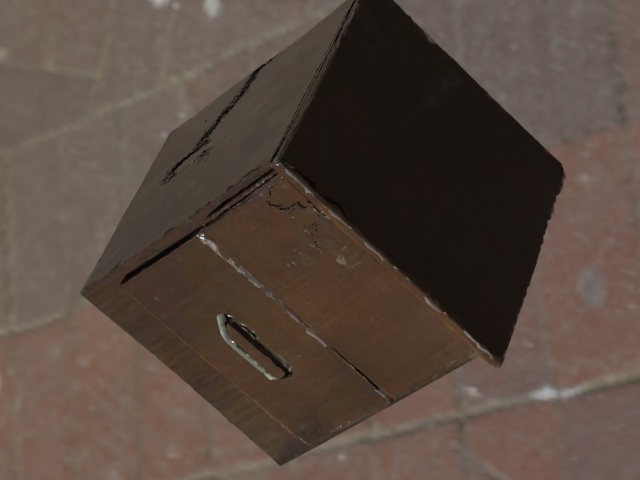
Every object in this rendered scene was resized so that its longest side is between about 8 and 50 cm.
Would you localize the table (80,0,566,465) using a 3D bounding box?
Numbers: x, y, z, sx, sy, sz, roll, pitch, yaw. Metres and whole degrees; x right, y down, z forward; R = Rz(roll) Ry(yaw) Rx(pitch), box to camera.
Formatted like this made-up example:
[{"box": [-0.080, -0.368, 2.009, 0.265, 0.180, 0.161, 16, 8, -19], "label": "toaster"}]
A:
[{"box": [0.000, 0.000, 1.120, 0.193, 0.169, 0.172, -31, 23, 41], "label": "table"}]
